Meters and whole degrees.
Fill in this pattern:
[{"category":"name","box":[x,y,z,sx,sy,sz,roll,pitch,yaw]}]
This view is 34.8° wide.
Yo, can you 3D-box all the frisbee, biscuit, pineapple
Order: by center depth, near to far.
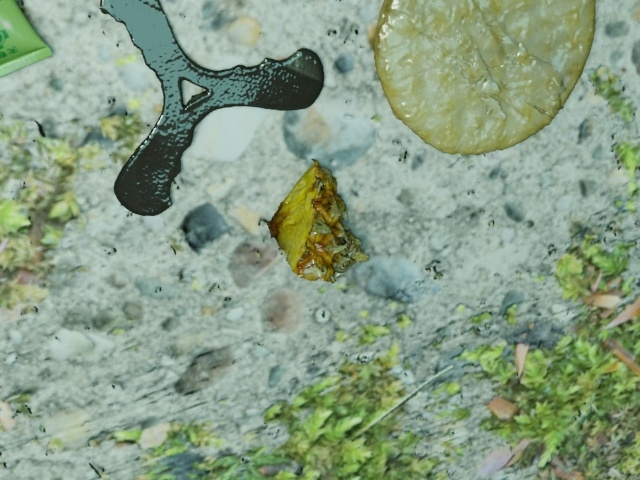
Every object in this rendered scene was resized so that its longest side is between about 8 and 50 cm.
[{"category":"frisbee","box":[-0.112,-0.139,0.849,0.211,0.012,0.187,-32,117,-3]},{"category":"biscuit","box":[0.149,-0.180,0.904,0.220,0.033,0.219,-6,113,-15]},{"category":"pineapple","box":[0.000,0.000,0.923,0.077,0.114,0.114,-17,142,30]}]

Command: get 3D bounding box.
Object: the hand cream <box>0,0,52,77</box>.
[{"category":"hand cream","box":[-0.278,-0.196,0.752,0.095,0.046,0.175,-26,119,-9]}]
